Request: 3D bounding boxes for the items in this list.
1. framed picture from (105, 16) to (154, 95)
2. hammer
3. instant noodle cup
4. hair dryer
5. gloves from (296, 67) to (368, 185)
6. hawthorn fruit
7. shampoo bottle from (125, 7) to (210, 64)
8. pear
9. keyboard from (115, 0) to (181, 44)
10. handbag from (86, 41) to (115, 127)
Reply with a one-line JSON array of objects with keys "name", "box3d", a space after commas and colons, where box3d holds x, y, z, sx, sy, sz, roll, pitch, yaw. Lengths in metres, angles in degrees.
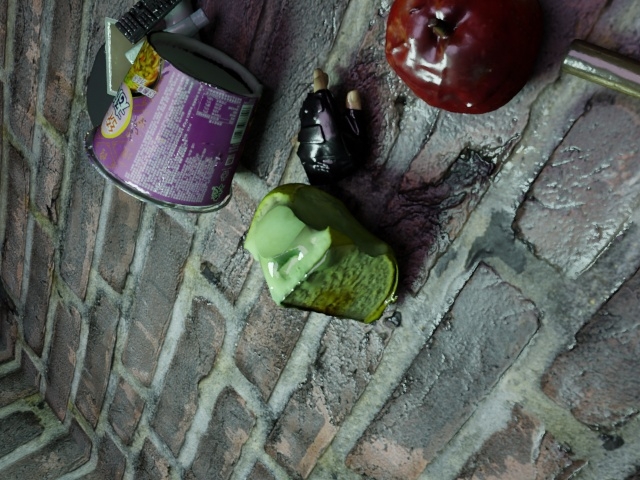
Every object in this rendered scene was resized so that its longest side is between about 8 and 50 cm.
[{"name": "framed picture", "box3d": [-0.424, -0.402, 1.300, 0.142, 0.011, 0.183, 18, 127, 6]}, {"name": "hammer", "box3d": [0.517, -0.158, 0.724, 0.440, 0.044, 0.168, 33, 124, 27]}, {"name": "instant noodle cup", "box3d": [-0.291, -0.260, 1.194, 0.340, 0.340, 0.266, 42, 119, 21]}, {"name": "hair dryer", "box3d": [-0.393, -0.473, 1.304, 0.236, 0.073, 0.131, -11, 97, 16]}, {"name": "gloves", "box3d": [0.012, -0.220, 1.081, 0.164, 0.124, 0.203, -11, 114, 31]}, {"name": "hawthorn fruit", "box3d": [0.192, -0.297, 0.807, 0.230, 0.266, 0.210, 45, 110, 15]}, {"name": "shampoo bottle", "box3d": [-0.324, -0.431, 1.226, 0.191, 0.069, 0.041, -34, 53, 4]}, {"name": "pear", "box3d": [0.000, 0.000, 1.102, 0.176, 0.286, 0.282, -53, 45, 18]}, {"name": "keyboard", "box3d": [-0.344, -0.524, 1.230, 0.231, 0.023, 0.072, -43, 81, 0]}, {"name": "handbag", "box3d": [-0.489, -0.363, 1.457, 0.254, 0.093, 0.308, 50, 130, 13]}]
